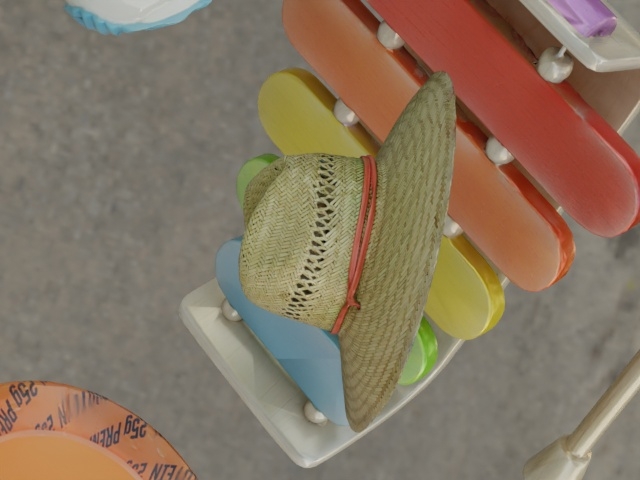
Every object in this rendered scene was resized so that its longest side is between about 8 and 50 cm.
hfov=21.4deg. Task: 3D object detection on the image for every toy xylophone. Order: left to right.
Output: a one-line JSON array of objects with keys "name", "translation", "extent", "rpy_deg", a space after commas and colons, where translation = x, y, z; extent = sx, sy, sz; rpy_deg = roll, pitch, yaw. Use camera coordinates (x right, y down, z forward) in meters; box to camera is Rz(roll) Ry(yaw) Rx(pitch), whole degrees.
[{"name": "toy xylophone", "translation": [0.061, -0.010, 0.777], "extent": [0.081, 0.236, 0.322], "rpy_deg": [-24, 147, -41]}]

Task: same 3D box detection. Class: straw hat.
[{"name": "straw hat", "translation": [0.000, 0.000, 0.628], "extent": [0.144, 0.061, 0.144], "rpy_deg": [-167, -90, -82]}]

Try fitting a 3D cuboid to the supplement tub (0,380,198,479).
[{"name": "supplement tub", "translation": [-0.184, 0.169, 0.678], "extent": [0.194, 0.316, 0.193], "rpy_deg": [17, 62, -34]}]

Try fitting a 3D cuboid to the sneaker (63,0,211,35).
[{"name": "sneaker", "translation": [-0.034, -0.178, 0.587], "extent": [0.092, 0.087, 0.228], "rpy_deg": [33, 85, -39]}]
